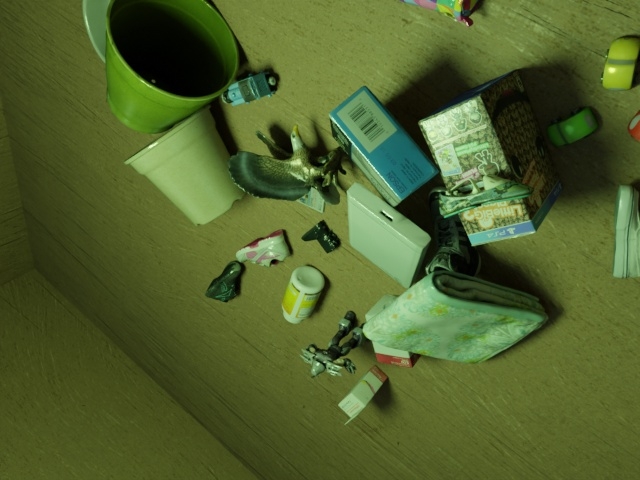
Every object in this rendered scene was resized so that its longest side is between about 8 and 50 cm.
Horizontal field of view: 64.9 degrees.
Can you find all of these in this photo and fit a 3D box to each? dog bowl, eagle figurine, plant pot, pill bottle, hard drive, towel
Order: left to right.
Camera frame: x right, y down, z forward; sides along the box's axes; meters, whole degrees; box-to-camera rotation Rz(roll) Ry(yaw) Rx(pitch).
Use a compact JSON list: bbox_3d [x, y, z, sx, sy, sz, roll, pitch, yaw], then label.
[{"bbox_3d":[-0.658,-0.718,1.683,0.348,0.102,0.349,21,128,29],"label":"dog bowl"},{"bbox_3d":[-0.482,-0.502,1.510,0.367,0.366,0.353,57,143,-5],"label":"plant pot"},{"bbox_3d":[-0.414,-0.231,1.670,0.333,0.334,0.305,-13,119,44],"label":"plant pot"},{"bbox_3d":[-0.080,-0.219,1.445,0.298,0.226,0.225,-1,80,23],"label":"eagle figurine"},{"bbox_3d":[-0.067,0.197,1.765,0.117,0.117,0.215,37,134,16],"label":"pill bottle"},{"bbox_3d":[0.172,0.000,1.355,0.233,0.047,0.353,39,167,17],"label":"hard drive"},{"bbox_3d":[0.347,0.215,1.308,0.374,0.090,0.320,16,140,-20],"label":"towel"}]

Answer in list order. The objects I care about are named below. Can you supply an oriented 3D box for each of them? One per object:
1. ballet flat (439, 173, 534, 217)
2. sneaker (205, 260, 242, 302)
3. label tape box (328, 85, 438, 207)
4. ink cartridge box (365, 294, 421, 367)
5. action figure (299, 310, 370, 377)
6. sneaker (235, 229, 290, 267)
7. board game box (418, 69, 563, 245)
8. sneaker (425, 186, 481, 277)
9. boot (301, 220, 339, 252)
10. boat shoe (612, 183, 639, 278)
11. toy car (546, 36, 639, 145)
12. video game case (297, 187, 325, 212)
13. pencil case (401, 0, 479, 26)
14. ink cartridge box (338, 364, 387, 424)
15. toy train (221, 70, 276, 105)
[{"bbox_3d":[0.308,-0.093,0.964,0.188,0.070,0.070,-15,106,40],"label":"ballet flat"},{"bbox_3d":[-0.370,0.172,2.043,0.106,0.101,0.267,35,138,-14],"label":"sneaker"},{"bbox_3d":[0.139,-0.199,1.192,0.106,0.333,0.241,-39,88,2],"label":"label tape box"},{"bbox_3d":[0.238,0.275,1.549,0.127,0.128,0.176,1,118,40],"label":"ink cartridge box"},{"bbox_3d":[0.055,0.359,1.644,0.185,0.285,0.099,26,131,26],"label":"action figure"},{"bbox_3d":[-0.207,0.051,1.800,0.252,0.103,0.111,-19,102,46],"label":"sneaker"},{"bbox_3d":[0.370,-0.177,1.068,0.141,0.232,0.291,-15,107,44],"label":"board game box"},{"bbox_3d":[0.324,0.004,1.282,0.101,0.153,0.269,-8,111,43],"label":"sneaker"},{"bbox_3d":[0.000,0.000,1.636,0.099,0.045,0.121,51,136,-2],"label":"boot"},{"bbox_3d":[0.658,-0.019,1.051,0.075,0.083,0.226,1,129,27],"label":"boat shoe"},{"bbox_3d":[0.556,-0.245,0.996,0.225,0.053,0.239,-25,99,46],"label":"toy car"},{"bbox_3d":[-0.036,-0.147,1.592,0.122,0.011,0.087,27,132,25],"label":"video game case"},{"bbox_3d":[0.224,-0.536,1.058,0.236,0.104,0.104,32,133,23],"label":"pencil case"},{"bbox_3d":[0.138,0.538,1.754,0.067,0.198,0.115,42,136,10],"label":"ink cartridge box"},{"bbox_3d":[-0.215,-0.444,1.481,0.184,0.105,0.080,-2,115,41],"label":"toy train"}]
